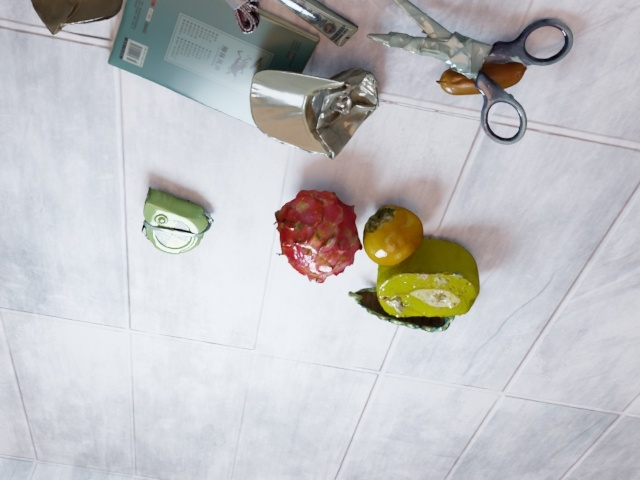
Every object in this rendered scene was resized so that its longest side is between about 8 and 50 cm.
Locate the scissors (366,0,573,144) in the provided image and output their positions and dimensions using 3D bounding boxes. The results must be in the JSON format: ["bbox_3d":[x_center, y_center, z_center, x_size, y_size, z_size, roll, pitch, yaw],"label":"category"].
[{"bbox_3d":[0.275,-0.367,1.362,0.383,0.029,0.256,25,109,-8],"label":"scissors"}]

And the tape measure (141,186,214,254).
[{"bbox_3d":[-0.365,-0.040,1.763,0.177,0.087,0.154,20,122,-15],"label":"tape measure"}]

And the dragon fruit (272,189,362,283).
[{"bbox_3d":[0.000,0.000,1.691,0.205,0.210,0.268,36,146,33],"label":"dragon fruit"}]

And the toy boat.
[{"bbox_3d":[0.216,0.179,1.912,0.292,0.109,0.099,12,167,2],"label":"toy boat"}]

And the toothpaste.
[{"bbox_3d":[-0.036,-0.452,1.346,0.239,0.039,0.062,29,135,-23],"label":"toothpaste"}]

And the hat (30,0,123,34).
[{"bbox_3d":[-0.472,-0.481,1.357,0.175,0.085,0.147,-7,127,-18],"label":"hat"}]

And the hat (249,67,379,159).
[{"bbox_3d":[-0.010,-0.298,1.461,0.244,0.149,0.214,28,142,8],"label":"hat"}]

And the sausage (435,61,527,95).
[{"bbox_3d":[0.325,-0.325,1.421,0.183,0.054,0.062,-3,141,5],"label":"sausage"}]

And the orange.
[{"bbox_3d":[0.169,-0.014,1.690,0.134,0.154,0.155,47,129,3],"label":"orange"}]

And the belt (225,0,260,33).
[{"bbox_3d":[-0.185,-0.490,1.295,0.071,0.053,0.232,-35,117,14],"label":"belt"}]

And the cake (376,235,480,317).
[{"bbox_3d":[0.272,0.097,1.790,0.260,0.156,0.179,-4,141,8],"label":"cake"}]

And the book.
[{"bbox_3d":[-0.222,-0.386,1.438,0.379,0.031,0.264,22,133,-15],"label":"book"}]
